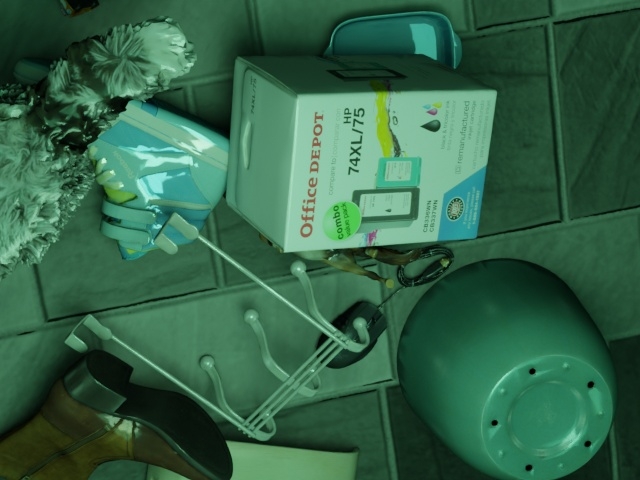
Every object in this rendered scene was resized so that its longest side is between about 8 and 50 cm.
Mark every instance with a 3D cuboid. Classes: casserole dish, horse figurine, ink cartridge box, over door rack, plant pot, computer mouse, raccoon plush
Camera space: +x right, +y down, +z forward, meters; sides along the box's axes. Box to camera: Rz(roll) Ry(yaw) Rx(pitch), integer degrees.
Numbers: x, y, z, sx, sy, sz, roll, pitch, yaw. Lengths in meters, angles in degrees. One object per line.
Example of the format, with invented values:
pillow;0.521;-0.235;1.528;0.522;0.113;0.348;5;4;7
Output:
casserole dish;0.093;-0.246;1.808;0.188;0.037;0.114;-8;108;-9
horse figurine;0.000;0.000;1.817;0.263;0.174;0.066;16;97;-29
ink cartridge box;0.044;-0.115;1.689;0.270;0.197;0.198;-5;112;-25
over door rack;-0.131;0.108;1.793;0.324;0.108;0.239;31;123;-20
plant pot;0.273;0.199;1.878;0.293;0.235;0.293;-3;108;-9
computer mouse;0.093;0.096;1.913;0.242;0.041;0.071;-43;109;3
raccoon plush;-0.345;-0.087;1.648;0.446;0.299;0.216;-24;95;-9

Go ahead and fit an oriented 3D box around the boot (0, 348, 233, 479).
boot;-0.289;0.301;1.827;0.264;0.096;0.280;33;124;-21

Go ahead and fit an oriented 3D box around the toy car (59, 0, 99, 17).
toy car;-0.286;-0.270;1.719;0.040;0.060;0.122;-32;106;34

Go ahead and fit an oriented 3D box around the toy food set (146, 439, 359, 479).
toy food set;-0.102;0.389;1.953;0.306;0.092;0.219;8;94;-15

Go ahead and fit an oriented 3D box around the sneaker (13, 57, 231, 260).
sneaker;-0.269;-0.092;1.740;0.319;0.127;0.208;24;100;-16
